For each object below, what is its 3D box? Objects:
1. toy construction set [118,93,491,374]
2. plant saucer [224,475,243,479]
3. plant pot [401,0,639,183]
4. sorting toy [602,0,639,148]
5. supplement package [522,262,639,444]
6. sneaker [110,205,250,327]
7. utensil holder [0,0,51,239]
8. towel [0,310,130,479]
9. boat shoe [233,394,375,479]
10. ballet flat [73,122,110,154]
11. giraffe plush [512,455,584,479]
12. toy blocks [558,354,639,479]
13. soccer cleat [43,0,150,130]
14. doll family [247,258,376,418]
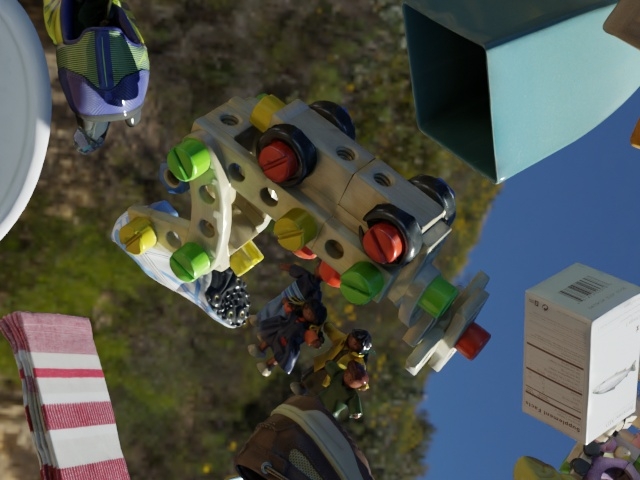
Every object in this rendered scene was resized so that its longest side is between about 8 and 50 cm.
[{"bbox_3d":[0.000,0.000,0.956,0.151,0.327,0.215,-59,176,-48],"label":"toy construction set"},{"bbox_3d":[-0.065,0.423,1.307,0.044,0.317,0.317,-27,-127,41],"label":"plant saucer"},{"bbox_3d":[0.240,-0.203,1.298,0.165,0.234,0.166,44,-29,50],"label":"plant pot"},{"bbox_3d":[0.401,-0.225,1.131,0.348,0.196,0.047,-53,155,-4],"label":"sorting toy"},{"bbox_3d":[0.321,0.137,1.439,0.105,0.105,0.179,25,-50,43],"label":"supplement package"},{"bbox_3d":[-0.196,0.040,1.673,0.086,0.237,0.085,-24,-150,49],"label":"sneaker"},{"bbox_3d":[-0.563,-0.156,1.348,0.327,0.385,0.327,9,90,-67],"label":"utensil holder"},{"bbox_3d":[-0.330,0.257,1.577,0.237,0.037,0.329,27,46,-76],"label":"towel"},{"bbox_3d":[0.026,0.252,0.944,0.257,0.095,0.095,49,-30,8],"label":"boat shoe"},{"bbox_3d":[-0.262,-0.156,1.408,0.041,0.041,0.114,118,-12,-66],"label":"ballet flat"},{"bbox_3d":[0.241,0.361,1.251,0.170,0.181,0.210,-59,171,16],"label":"giraffe plush"},{"bbox_3d":[0.464,0.346,1.607,0.288,0.260,0.309,-50,165,-31],"label":"toy blocks"},{"bbox_3d":[-0.216,-0.216,1.130,0.289,0.093,0.121,-115,-157,-53],"label":"soccer cleat"},{"bbox_3d":[-0.004,0.098,1.161,0.111,0.076,0.193,-47,-114,24],"label":"doll family"}]
